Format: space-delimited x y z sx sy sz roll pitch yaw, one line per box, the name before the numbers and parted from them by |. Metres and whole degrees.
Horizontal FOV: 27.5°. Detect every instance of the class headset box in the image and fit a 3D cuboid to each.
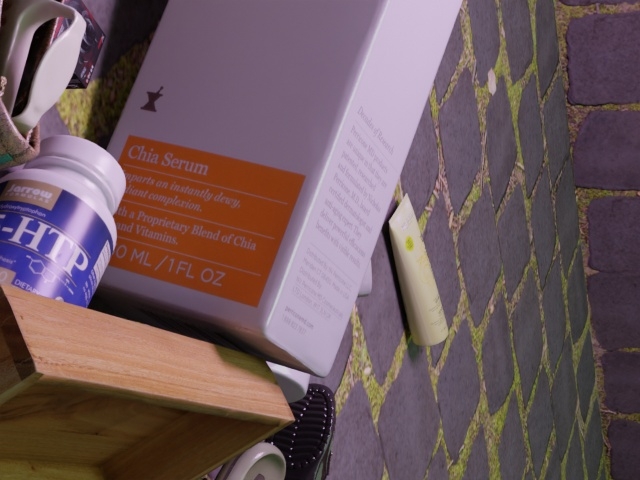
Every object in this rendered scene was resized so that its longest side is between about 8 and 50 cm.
headset box | -0.228 -0.182 1.150 0.083 0.032 0.062 61 36 -53

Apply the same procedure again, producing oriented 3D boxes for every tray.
tray | -0.194 0.144 1.015 0.076 0.202 0.411 63 13 22

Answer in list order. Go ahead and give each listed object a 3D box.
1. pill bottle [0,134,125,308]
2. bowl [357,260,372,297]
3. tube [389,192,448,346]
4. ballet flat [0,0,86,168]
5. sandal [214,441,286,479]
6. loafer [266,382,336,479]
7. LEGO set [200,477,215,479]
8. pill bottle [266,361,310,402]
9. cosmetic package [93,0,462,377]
pill bottle | -0.228 0.009 1.049 0.112 0.112 0.187 68 31 -43
bowl | 0.000 0.000 1.612 0.053 0.142 0.142 -15 109 -30
tube | 0.149 0.053 2.058 0.070 0.062 0.240 -136 -153 -62
ballet flat | -0.230 -0.195 1.047 0.107 0.106 0.316 43 51 -61
sandal | -0.099 0.358 1.372 0.303 0.086 0.120 -67 152 -14
loafer | -0.029 0.284 1.612 0.078 0.080 0.220 65 37 -65
LEGO set | -0.131 0.285 1.423 0.083 0.023 0.054 54 43 -76
pill bottle | -0.057 0.021 1.408 0.160 0.160 0.283 52 43 -57
cosmetic package | -0.040 -0.126 1.238 0.161 0.230 0.453 44 62 -61
